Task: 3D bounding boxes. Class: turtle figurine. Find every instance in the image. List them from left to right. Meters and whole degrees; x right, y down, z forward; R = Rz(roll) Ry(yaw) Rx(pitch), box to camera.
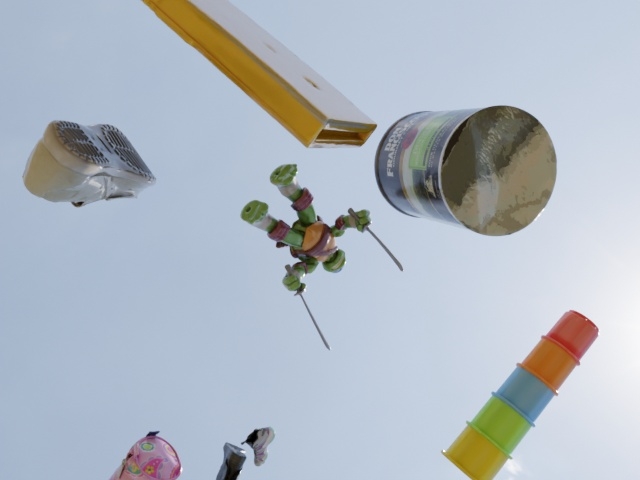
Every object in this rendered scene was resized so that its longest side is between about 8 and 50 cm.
[{"bbox_3d":[0.000,0.000,1.261,0.198,0.266,0.274,-33,-143,17],"label":"turtle figurine"}]

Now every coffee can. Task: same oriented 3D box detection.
[{"bbox_3d":[0.234,-0.123,1.150,0.201,0.202,0.275,-52,-162,-4],"label":"coffee can"}]

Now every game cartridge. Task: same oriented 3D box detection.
[{"bbox_3d":[-0.083,-0.243,0.922,0.324,0.285,0.052,40,-73,8],"label":"game cartridge"}]

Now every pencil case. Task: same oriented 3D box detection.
[{"bbox_3d":[-0.414,0.536,1.437,0.284,0.124,0.124,-50,-122,22],"label":"pencil case"}]

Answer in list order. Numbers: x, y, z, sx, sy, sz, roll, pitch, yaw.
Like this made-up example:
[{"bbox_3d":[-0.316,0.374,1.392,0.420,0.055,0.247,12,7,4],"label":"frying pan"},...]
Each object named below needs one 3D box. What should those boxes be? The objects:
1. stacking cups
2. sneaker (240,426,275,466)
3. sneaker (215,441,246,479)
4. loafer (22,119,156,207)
[{"bbox_3d":[0.329,0.249,1.078,0.096,0.096,0.316,39,-94,30],"label":"stacking cups"},{"bbox_3d":[-0.145,0.448,1.473,0.038,0.069,0.098,32,-74,52],"label":"sneaker"},{"bbox_3d":[-0.197,0.492,1.453,0.051,0.170,0.089,25,-102,-8],"label":"sneaker"},{"bbox_3d":[-0.306,-0.097,0.897,0.092,0.268,0.102,-36,-96,7],"label":"loafer"}]
